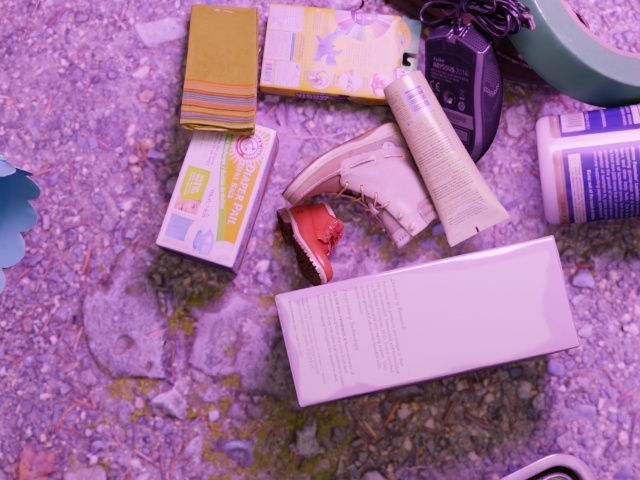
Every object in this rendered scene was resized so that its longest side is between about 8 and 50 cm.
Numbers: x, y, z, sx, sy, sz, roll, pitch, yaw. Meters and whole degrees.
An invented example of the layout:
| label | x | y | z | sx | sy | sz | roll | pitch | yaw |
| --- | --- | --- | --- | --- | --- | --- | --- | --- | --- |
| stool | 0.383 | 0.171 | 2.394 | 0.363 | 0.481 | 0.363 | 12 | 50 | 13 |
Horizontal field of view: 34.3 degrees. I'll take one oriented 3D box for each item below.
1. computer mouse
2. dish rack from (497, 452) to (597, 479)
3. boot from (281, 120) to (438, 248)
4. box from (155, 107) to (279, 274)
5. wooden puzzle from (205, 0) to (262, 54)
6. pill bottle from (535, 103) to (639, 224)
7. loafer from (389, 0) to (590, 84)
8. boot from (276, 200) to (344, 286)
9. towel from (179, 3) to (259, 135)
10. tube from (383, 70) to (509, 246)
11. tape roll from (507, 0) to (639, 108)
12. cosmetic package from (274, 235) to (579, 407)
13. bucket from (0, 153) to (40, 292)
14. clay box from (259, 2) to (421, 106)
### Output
| label | x | y | z | sx | sy | sz | roll | pitch | yaw |
| --- | --- | --- | --- | --- | --- | --- | --- | --- | --- |
| computer mouse | 0.209 | -0.226 | 1.437 | 0.072 | 0.272 | 0.188 | -22 | 38 | -36 |
| dish rack | 0.259 | 0.471 | 1.400 | 0.333 | 0.072 | 0.285 | -26 | 82 | -3 |
| boot | 0.066 | -0.058 | 1.445 | 0.213 | 0.077 | 0.165 | -30 | 86 | -30 |
| box | -0.140 | -0.067 | 1.454 | 0.114 | 0.103 | 0.203 | 17 | 83 | 2 |
| wooden puzzle | -0.135 | -0.304 | 1.531 | 0.116 | 0.014 | 0.078 | 35 | 84 | 5 |
| pill bottle | 0.432 | -0.108 | 1.409 | 0.265 | 0.153 | 0.153 | -6 | 82 | 13 |
| loafer | 0.224 | -0.340 | 1.477 | 0.366 | 0.130 | 0.133 | 26 | 83 | 3 |
| boot | 0.000 | 0.000 | 1.440 | 0.085 | 0.059 | 0.158 | -14 | 44 | -12 |
| towel | -0.138 | -0.245 | 1.453 | 0.102 | 0.021 | 0.237 | 5 | 55 | -8 |
| tube | 0.165 | -0.117 | 1.436 | 0.062 | 0.070 | 0.240 | -24 | 83 | -27 |
| tape roll | 0.390 | -0.344 | 1.439 | 0.321 | 0.077 | 0.321 | 9 | 69 | -23 |
| cosmetic package | 0.135 | 0.113 | 1.386 | 0.366 | 0.197 | 0.155 | -13 | 83 | -3 |
| bucket | -0.527 | -0.013 | 1.373 | 0.183 | 0.281 | 0.281 | 28 | 83 | 6 |
| clay box | 0.029 | -0.267 | 1.506 | 0.222 | 0.053 | 0.127 | 7 | 83 | -1 |
